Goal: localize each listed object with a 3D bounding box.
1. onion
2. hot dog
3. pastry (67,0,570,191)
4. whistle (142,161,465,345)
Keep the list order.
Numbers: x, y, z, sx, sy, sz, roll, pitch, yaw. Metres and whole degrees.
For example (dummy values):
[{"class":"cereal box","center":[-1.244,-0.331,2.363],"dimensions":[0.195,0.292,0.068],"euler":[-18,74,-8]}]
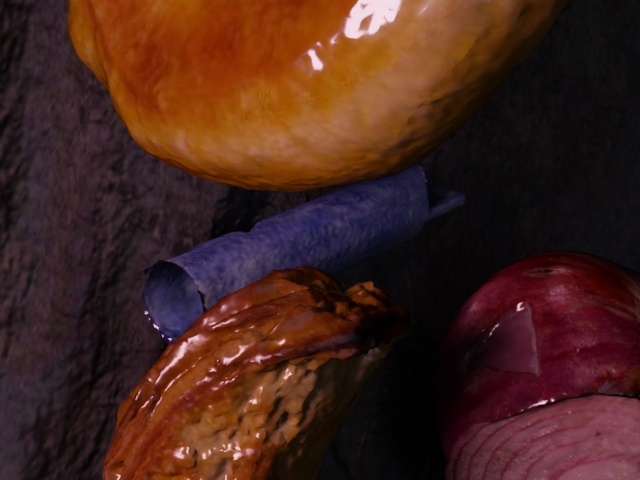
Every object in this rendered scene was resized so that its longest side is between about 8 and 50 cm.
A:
[{"class":"onion","center":[0.217,0.123,1.074],"dimensions":[0.230,0.272,0.256],"euler":[-80,156,-46]},{"class":"hot dog","center":[-0.054,0.127,0.806],"dimensions":[0.175,0.114,0.259],"euler":[-9,131,-60]},{"class":"pastry","center":[-0.001,-0.195,0.676],"dimensions":[0.164,0.356,0.356],"euler":[10,88,-57]},{"class":"whistle","center":[0.000,0.000,0.904],"dimensions":[0.304,0.062,0.062],"euler":[-24,114,-46]}]
